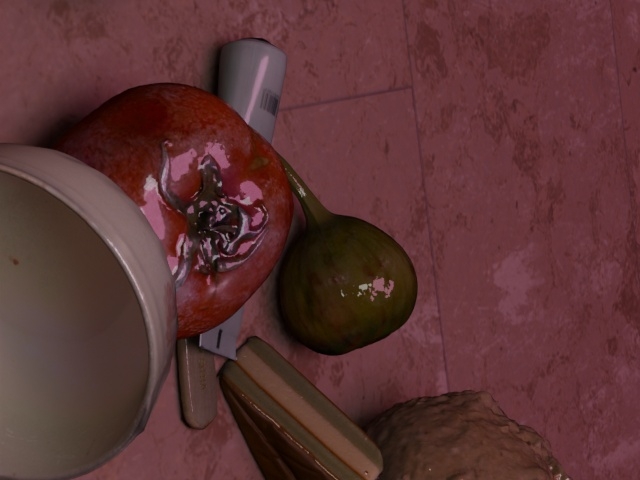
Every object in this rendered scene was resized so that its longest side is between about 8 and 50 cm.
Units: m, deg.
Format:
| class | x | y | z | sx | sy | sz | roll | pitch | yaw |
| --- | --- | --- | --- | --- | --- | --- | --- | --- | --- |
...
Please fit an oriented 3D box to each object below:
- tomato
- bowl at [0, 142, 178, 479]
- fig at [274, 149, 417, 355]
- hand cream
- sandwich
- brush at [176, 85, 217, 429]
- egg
| class | x | y | z | sx | sy | sz | roll | pitch | yaw |
| --- | --- | --- | --- | --- | --- | --- | --- | --- | --- |
| tomato | -0.147 | -0.027 | 1.479 | 0.232 | 0.188 | 0.232 | -1 | 92 | -35 |
| bowl | -0.230 | 0.041 | 1.323 | 0.145 | 0.277 | 0.277 | -54 | 131 | -61 |
| fig | 0.000 | 0.000 | 1.748 | 0.149 | 0.149 | 0.245 | -31 | 93 | -48 |
| hand cream | -0.080 | -0.046 | 1.656 | 0.109 | 0.067 | 0.321 | 36 | 58 | -72 |
| sandwich | -0.016 | 0.180 | 1.696 | 0.079 | 0.113 | 0.163 | -46 | 123 | -42 |
| brush | -0.129 | 0.019 | 1.632 | 0.085 | 0.020 | 0.337 | -11 | 97 | -53 |
| egg | 0.150 | 0.317 | 1.785 | 0.279 | 0.279 | 0.310 | -5 | 78 | -52 |
